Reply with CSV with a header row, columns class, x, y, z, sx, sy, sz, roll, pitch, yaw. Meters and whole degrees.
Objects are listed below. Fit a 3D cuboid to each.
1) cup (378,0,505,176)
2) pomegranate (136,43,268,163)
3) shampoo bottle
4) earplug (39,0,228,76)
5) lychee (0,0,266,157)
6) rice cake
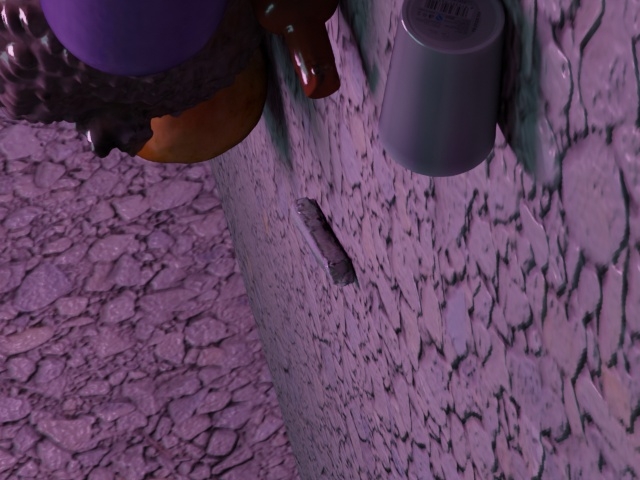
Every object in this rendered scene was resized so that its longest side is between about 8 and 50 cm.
class,x,y,z,sx,sy,sz,roll,pitch,yaw
cup,0.077,-0.110,0.969,0.116,0.074,0.104,92,-170,-55
pomegranate,-0.183,-0.234,2.028,0.252,0.229,0.270,-103,12,-62
shampoo bottle,-0.030,-0.243,1.407,0.085,0.085,0.244,104,150,-75
earplug,-0.139,-0.309,1.283,0.456,0.215,0.215,106,149,-56
lychee,-0.244,-0.303,1.732,0.380,0.380,0.432,164,98,-83
rice cake,0.001,0.001,1.847,0.207,0.033,0.033,-121,18,-63
